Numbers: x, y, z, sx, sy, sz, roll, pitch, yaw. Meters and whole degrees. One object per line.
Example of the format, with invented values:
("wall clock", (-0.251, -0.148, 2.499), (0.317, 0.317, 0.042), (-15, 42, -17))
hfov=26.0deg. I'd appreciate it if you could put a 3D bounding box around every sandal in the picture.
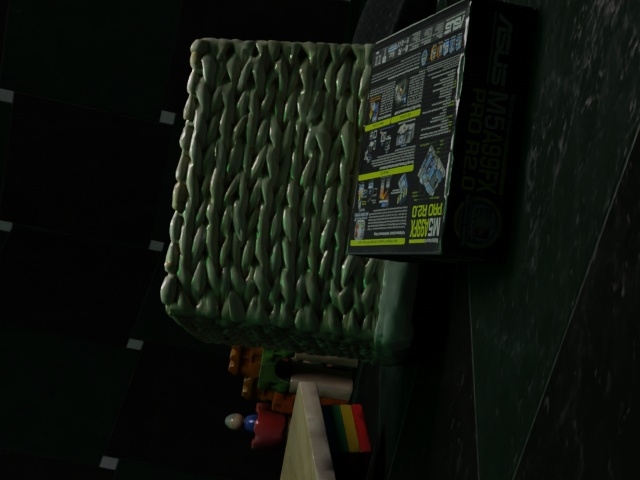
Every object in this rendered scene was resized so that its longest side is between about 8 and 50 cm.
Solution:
("sandal", (0.084, -0.177, 1.861), (0.167, 0.107, 0.446), (-18, 47, 59))

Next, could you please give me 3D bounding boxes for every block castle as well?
("block castle", (-0.041, 0.129, 2.416), (0.303, 0.212, 0.453), (-87, 6, -54))

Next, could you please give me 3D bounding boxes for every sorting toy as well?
("sorting toy", (0.012, 0.360, 1.786), (0.257, 0.089, 0.255), (-104, 20, -54))

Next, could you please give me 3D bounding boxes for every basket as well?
("basket", (-0.011, -0.036, 1.566), (0.331, 0.266, 0.328), (68, -152, -80))

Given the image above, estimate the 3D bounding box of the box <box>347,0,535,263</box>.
("box", (0.101, -0.088, 1.252), (0.270, 0.060, 0.216), (175, 102, -75))
